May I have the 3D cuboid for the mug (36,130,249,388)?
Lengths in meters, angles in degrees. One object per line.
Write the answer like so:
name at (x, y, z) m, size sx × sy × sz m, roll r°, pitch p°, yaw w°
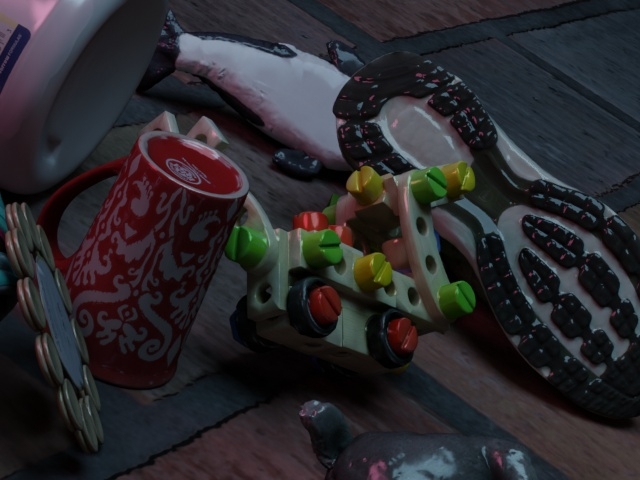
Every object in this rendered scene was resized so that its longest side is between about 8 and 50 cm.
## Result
mug at (-0.144, 0.003, 1.468) m, size 0.150 × 0.169 × 0.113 m, roll 27°, pitch 24°, yaw -1°

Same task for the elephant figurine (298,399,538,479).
elephant figurine at (0.076, 0.244, 1.261) m, size 0.186 × 0.169 × 0.239 m, roll 0°, pitch 41°, yaw 6°

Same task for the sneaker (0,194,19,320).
sneaker at (-0.310, 0.022, 1.280) m, size 0.295 × 0.124 × 0.178 m, roll -2°, pitch 55°, yaw -48°

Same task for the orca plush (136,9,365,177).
orca plush at (-0.049, -0.129, 1.989) m, size 0.287 × 0.102 × 0.151 m, roll 10°, pitch 73°, yaw -15°

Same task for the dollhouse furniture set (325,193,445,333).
dollhouse furniture set at (0.066, 0.017, 1.802) m, size 0.152 × 0.058 × 0.076 m, roll 26°, pitch 24°, yaw -4°

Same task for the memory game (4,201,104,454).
memory game at (-0.184, 0.060, 1.350) m, size 0.012 × 0.186 × 0.186 m, roll -18°, pitch 32°, yaw 0°

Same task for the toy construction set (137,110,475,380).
toy construction set at (0.000, 0.000, 1.602) m, size 0.328 × 0.151 × 0.215 m, roll 14°, pitch 64°, yaw -34°

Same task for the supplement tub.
supplement tub at (-0.318, -0.211, 1.639) m, size 0.325 × 0.235 × 0.235 m, roll 32°, pitch 24°, yaw 9°

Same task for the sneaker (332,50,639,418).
sneaker at (0.178, 0.001, 1.854) m, size 0.410 × 0.158 × 0.182 m, roll 50°, pitch -6°, yaw 11°
